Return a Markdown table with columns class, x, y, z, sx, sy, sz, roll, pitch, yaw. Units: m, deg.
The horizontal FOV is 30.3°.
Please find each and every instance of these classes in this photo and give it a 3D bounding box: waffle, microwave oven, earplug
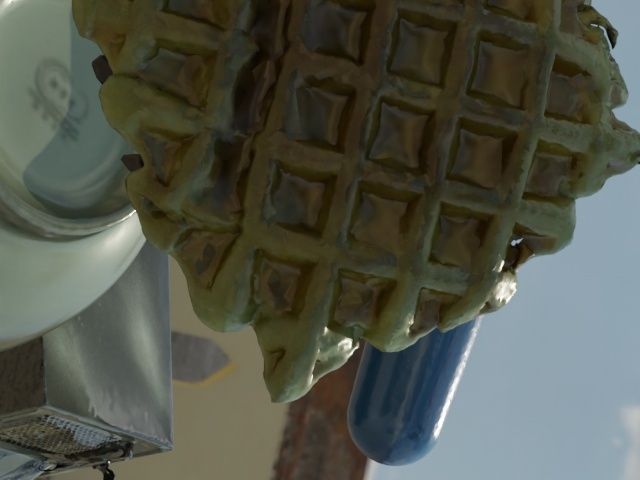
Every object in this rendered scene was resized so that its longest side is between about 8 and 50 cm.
| class | x | y | z | sx | sy | sz | roll | pitch | yaw |
| --- | --- | --- | --- | --- | --- | --- | --- | --- | --- |
| waffle | 0.016 | -0.065 | 0.457 | 0.214 | 0.208 | 0.054 | 59 | -3 | -5 |
| microwave oven | -0.411 | 0.118 | 1.344 | 0.236 | 0.432 | 0.374 | 35 | 44 | -56 |
| earplug | 0.109 | 0.118 | 1.315 | 0.132 | 0.132 | 0.273 | 123 | -12 | -74 |

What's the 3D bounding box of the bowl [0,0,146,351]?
| class | x | y | z | sx | sy | sz | roll | pitch | yaw |
| --- | --- | --- | --- | --- | --- | --- | --- | --- | --- |
| bowl | -0.216 | -0.087 | 0.760 | 0.185 | 0.354 | 0.353 | -1 | -110 | 38 |
